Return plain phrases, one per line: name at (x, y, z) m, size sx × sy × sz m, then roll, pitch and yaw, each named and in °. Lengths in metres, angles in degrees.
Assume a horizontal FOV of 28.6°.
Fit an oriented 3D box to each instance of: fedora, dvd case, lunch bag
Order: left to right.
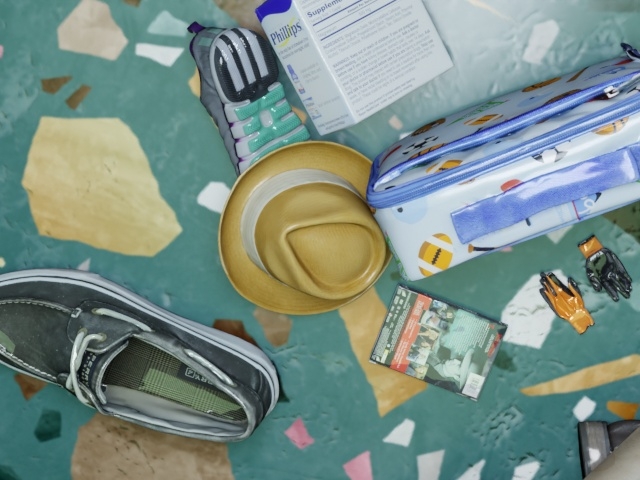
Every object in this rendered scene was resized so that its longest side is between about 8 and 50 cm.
fedora at (0.000, 0.000, 1.195) m, size 0.194 × 0.079 × 0.194 m, roll -9°, pitch 114°, yaw -21°
dvd case at (0.119, 0.103, 1.274) m, size 0.119 × 0.013 × 0.087 m, roll 20°, pitch 104°, yaw 2°
lunch bag at (0.192, -0.073, 1.111) m, size 0.303 × 0.243 × 0.115 m, roll -22°, pitch 100°, yaw 11°

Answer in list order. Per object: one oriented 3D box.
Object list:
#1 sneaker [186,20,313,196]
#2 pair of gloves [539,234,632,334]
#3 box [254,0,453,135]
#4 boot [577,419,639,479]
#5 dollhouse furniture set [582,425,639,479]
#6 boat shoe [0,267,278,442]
sneaker at (-0.067, -0.111, 1.227) m, size 0.083 × 0.098 × 0.224 m, roll -28°, pitch 121°, yaw -22°
pair of gloves at (0.264, 0.044, 1.249) m, size 0.083 × 0.010 × 0.074 m, roll -40°, pitch 95°, yaw 9°
box at (0.031, -0.187, 1.161) m, size 0.126 × 0.072 × 0.137 m, roll -32°, pitch 99°, yaw -27°
boot at (0.384, 0.273, 1.246) m, size 0.229 × 0.091 × 0.263 m, roll -9°, pitch 99°, yaw 8°
dollhouse furniture set at (0.358, 0.336, 1.100) m, size 0.355 × 0.174 × 0.303 m, roll -41°, pitch 100°, yaw -12°
boat shoe at (-0.205, 0.112, 1.253) m, size 0.335 × 0.119 × 0.121 m, roll 14°, pitch 103°, yaw 2°
